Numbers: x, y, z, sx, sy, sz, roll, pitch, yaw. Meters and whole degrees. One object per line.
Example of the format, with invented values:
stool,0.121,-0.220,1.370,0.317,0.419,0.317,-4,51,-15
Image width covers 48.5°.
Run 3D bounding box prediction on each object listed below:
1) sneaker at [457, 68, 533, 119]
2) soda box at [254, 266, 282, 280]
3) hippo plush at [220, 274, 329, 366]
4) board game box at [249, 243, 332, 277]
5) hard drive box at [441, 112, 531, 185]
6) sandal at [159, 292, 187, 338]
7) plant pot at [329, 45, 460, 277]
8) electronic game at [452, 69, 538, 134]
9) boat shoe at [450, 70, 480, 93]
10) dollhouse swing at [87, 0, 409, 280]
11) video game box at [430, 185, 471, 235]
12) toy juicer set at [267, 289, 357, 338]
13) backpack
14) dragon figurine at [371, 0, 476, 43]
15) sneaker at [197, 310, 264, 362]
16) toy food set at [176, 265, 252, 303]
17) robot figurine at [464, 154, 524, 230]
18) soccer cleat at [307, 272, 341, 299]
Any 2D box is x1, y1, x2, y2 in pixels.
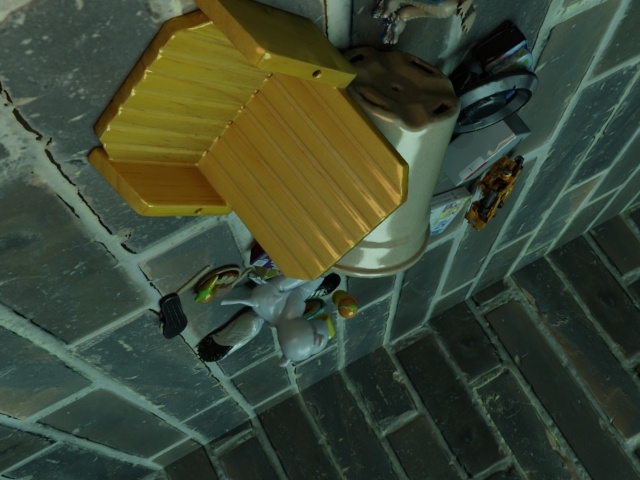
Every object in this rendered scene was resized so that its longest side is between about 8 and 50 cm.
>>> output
sneaker,0.364,-0.332,1.565,0.209,0.069,0.082,-27,127,19
soda box,-0.078,0.042,1.808,0.181,0.058,0.061,-16,156,-35
hippo plush,-0.058,0.192,1.908,0.234,0.236,0.294,-39,162,15
board game box,0.000,0.000,1.612,0.208,0.056,0.347,16,153,-24
hard drive box,0.394,-0.231,1.712,0.181,0.089,0.232,-41,171,27
sandal,-0.371,0.182,1.767,0.067,0.040,0.179,-27,146,-26
plant pot,0.090,-0.159,1.263,0.334,0.334,0.305,-17,144,-33
electronic game,0.336,-0.282,1.460,0.229,0.048,0.229,-17,167,-4
boat shoe,0.261,-0.304,1.487,0.152,0.056,0.049,-40,143,25
dollhouse swing,-0.100,-0.111,1.059,0.347,0.305,0.315,-42,157,32
video game box,0.334,-0.069,2.144,0.187,0.048,0.205,-16,156,-30
toy juicer set,-0.020,0.203,2.189,0.209,0.089,0.329,-36,-161,-28
backpack,0.377,-0.369,1.442,0.105,0.084,0.114,-34,164,18
dragon figurine,0.200,-0.414,1.080,0.289,0.144,0.085,-53,156,4
sneaker,-0.262,0.288,2.099,0.237,0.085,0.086,-34,167,17
toy food set,-0.250,0.112,1.758,0.132,0.038,0.192,-40,158,23
robot figurine,0.513,-0.145,2.113,0.211,0.085,0.291,-50,165,-17
soccer cleat,-0.016,0.139,2.128,0.179,0.060,0.072,-21,157,-17
